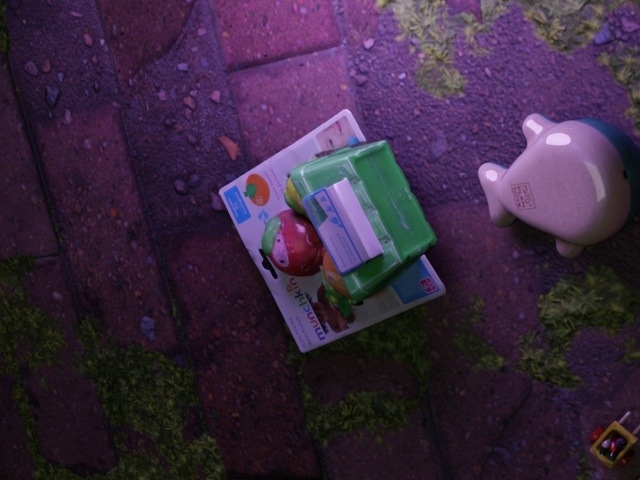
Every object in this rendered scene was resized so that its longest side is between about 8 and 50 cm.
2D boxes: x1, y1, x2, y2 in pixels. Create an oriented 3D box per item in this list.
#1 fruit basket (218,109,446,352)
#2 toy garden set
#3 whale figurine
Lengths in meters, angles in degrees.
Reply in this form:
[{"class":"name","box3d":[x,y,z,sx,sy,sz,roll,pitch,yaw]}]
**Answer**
[{"class":"fruit basket","box3d":[0.000,0.000,1.770,0.353,0.165,0.327,-26,90,38]},{"class":"toy garden set","box3d":[0.531,0.303,1.602,0.204,0.049,0.244,41,122,14]},{"class":"whale figurine","box3d":[0.350,-0.084,1.564,0.272,0.141,0.216,-10,100,58]}]
